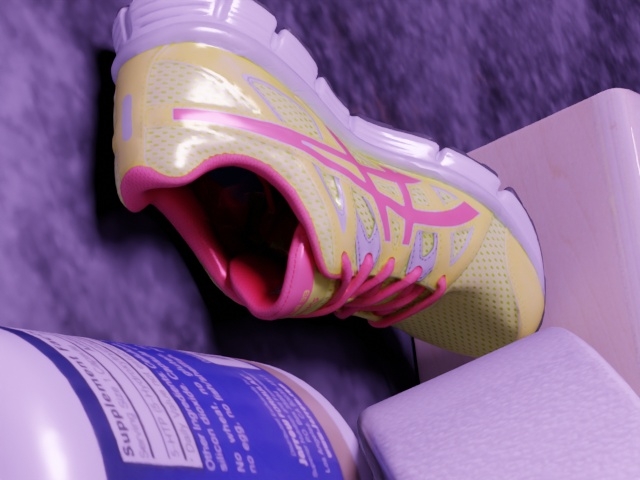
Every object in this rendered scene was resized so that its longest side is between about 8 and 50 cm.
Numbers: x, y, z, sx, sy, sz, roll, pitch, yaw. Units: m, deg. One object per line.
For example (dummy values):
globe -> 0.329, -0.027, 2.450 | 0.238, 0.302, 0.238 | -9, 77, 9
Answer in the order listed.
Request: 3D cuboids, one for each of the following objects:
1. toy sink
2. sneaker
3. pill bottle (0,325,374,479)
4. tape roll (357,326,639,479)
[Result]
toy sink -> 0.155, 0.053, 0.858 | 0.234, 0.131, 0.153 | 18, 57, -46
sneaker -> 0.000, 0.000, 0.710 | 0.208, 0.081, 0.094 | 33, 45, -28
pill bottle -> -0.078, 0.079, 0.505 | 0.186, 0.112, 0.112 | 12, 62, -53
tape roll -> 0.118, 0.214, 0.570 | 0.392, 0.072, 0.392 | 157, -90, -87
